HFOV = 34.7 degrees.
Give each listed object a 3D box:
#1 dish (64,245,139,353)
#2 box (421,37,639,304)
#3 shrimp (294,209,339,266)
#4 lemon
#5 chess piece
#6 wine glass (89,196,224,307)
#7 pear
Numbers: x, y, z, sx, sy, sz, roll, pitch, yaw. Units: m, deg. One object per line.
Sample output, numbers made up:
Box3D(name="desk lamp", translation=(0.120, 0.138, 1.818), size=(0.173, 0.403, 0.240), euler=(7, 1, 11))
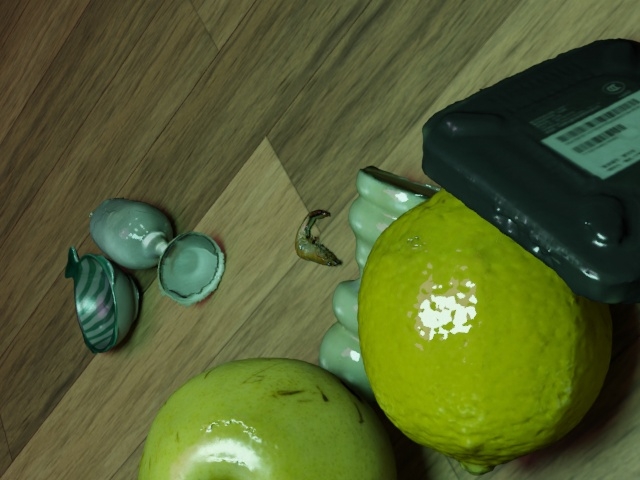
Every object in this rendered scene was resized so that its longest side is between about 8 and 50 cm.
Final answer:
Box3D(name="dish", translation=(-0.422, 0.109, 2.024), size=(0.246, 0.078, 0.224), euler=(50, 134, 36))
Box3D(name="box", translation=(0.334, -0.094, 1.148), size=(0.350, 0.359, 0.091), euler=(44, 151, 43))
Box3D(name="shrimp", translation=(0.000, 0.000, 1.677), size=(0.127, 0.025, 0.091), euler=(37, 106, 47))
Box3D(name="lemon", translation=(0.197, 0.099, 1.247), size=(0.336, 0.336, 0.336), euler=(-13, 71, 43))
Box3D(name="chess piece", translation=(0.091, 0.075, 1.474), size=(0.182, 0.182, 0.330), euler=(31, 107, 45))
Box3D(name="wine glass", translation=(-0.318, 0.009, 1.919), size=(0.321, 0.143, 0.143), euler=(25, 98, 47))
Box3D(name="pear", translation=(-0.070, 0.318, 1.357), size=(0.348, 0.348, 0.348), euler=(-13, 71, 43))
